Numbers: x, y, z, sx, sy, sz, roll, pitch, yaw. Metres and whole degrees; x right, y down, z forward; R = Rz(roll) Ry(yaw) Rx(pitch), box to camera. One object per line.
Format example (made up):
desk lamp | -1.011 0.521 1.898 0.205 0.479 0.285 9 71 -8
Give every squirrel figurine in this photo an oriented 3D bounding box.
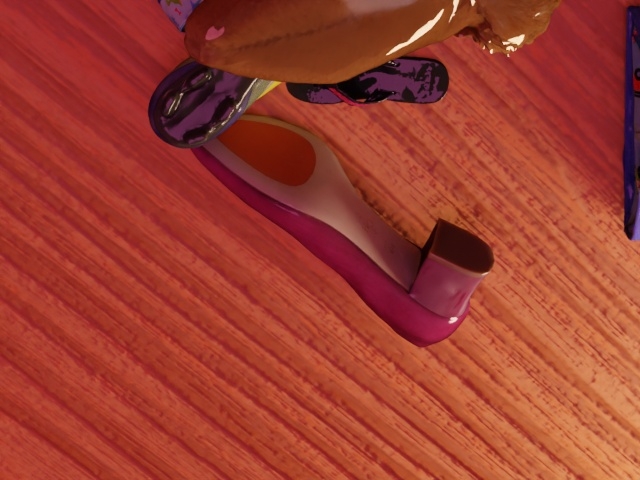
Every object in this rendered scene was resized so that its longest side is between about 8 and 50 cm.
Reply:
squirrel figurine | 0.032 -0.328 1.043 0.396 0.370 0.281 6 120 -31

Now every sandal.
sandal | 0.050 -0.175 1.256 0.179 0.040 0.067 2 117 4

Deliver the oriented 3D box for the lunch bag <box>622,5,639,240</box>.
lunch bag | 0.442 -0.100 1.225 0.220 0.138 0.293 -5 125 4

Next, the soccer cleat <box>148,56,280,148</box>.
soccer cleat | -0.062 -0.204 1.223 0.289 0.121 0.093 -36 109 -2

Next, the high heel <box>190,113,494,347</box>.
high heel | 0.000 0.000 1.317 0.377 0.127 0.181 31 137 2

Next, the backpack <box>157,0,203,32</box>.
backpack | -0.115 -0.262 1.185 0.105 0.114 0.084 -35 89 21
